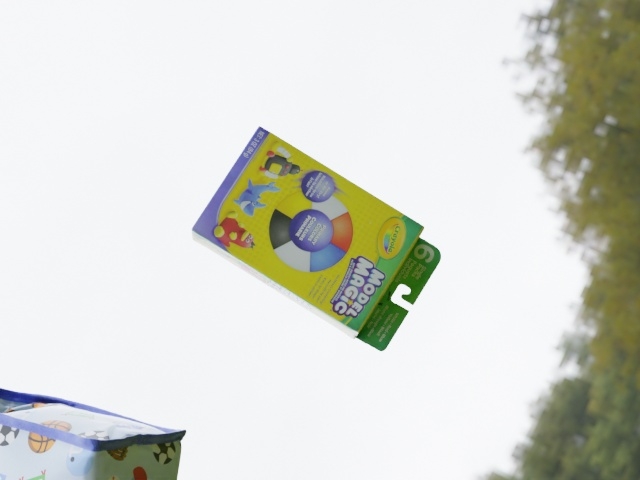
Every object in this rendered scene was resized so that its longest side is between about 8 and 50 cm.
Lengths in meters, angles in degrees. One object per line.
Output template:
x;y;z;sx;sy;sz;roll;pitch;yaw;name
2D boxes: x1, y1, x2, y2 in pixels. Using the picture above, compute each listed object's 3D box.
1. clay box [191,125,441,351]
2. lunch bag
0.000;0.000;1.555;0.127;0.222;0.053;-58;-5;-12;clay box
-0.399;0.387;2.224;0.239;0.386;0.327;6;-89;-57;lunch bag
